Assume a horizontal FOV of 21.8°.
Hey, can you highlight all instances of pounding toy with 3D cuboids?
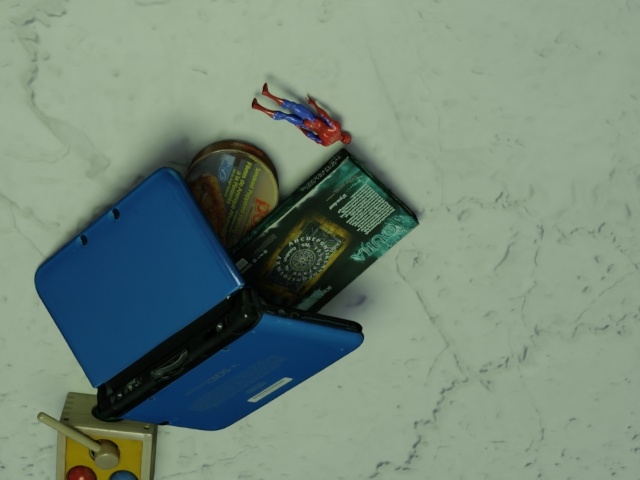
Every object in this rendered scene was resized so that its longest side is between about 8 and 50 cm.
[{"bbox_3d":[-0.260,0.242,1.944,0.130,0.100,0.141,6,118,-1],"label":"pounding toy"}]

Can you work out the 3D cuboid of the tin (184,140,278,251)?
[{"bbox_3d":[-0.110,-0.023,1.839,0.106,0.040,0.190,20,117,-3],"label":"tin"}]

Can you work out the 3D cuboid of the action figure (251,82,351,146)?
[{"bbox_3d":[-0.016,-0.131,1.782,0.115,0.030,0.038,28,121,-17],"label":"action figure"}]

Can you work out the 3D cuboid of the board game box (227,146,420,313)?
[{"bbox_3d":[0.000,0.000,1.827,0.186,0.026,0.126,-41,121,13],"label":"board game box"}]

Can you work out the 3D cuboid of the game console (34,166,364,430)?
[{"bbox_3d":[-0.138,0.075,1.844,0.250,0.173,0.293,14,147,-37],"label":"game console"}]
